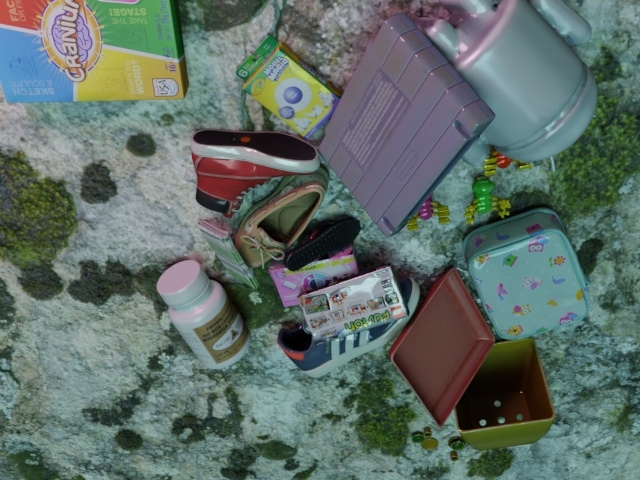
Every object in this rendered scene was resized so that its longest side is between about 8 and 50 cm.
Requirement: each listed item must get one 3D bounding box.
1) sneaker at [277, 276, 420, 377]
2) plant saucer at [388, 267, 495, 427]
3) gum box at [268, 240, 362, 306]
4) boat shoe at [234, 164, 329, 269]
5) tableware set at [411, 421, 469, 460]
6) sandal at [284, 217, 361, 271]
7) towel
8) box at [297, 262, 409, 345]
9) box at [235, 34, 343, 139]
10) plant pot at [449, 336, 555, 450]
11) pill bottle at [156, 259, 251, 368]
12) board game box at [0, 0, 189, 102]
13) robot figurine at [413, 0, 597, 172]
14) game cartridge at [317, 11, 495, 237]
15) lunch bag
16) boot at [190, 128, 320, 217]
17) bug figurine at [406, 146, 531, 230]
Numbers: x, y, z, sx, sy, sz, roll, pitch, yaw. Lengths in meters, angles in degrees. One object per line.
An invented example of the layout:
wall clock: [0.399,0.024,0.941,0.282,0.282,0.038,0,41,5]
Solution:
sneaker: [0.050,0.170,1.616,0.350,0.131,0.148,-38,117,23]
plant saucer: [0.261,0.232,1.628,0.048,0.258,0.259,9,142,48]
gum box: [-0.011,0.069,1.579,0.188,0.062,0.107,-12,126,9]
boat shoe: [-0.085,-0.036,1.481,0.105,0.089,0.285,26,124,-19]
tableware set: [0.318,0.536,1.962,0.104,0.024,0.154,-38,119,26]
sandal: [0.000,0.000,1.514,0.179,0.040,0.067,-28,131,-13]
towel: [-0.189,0.028,1.535,0.023,0.113,0.152,-42,128,-18]
box: [0.067,0.132,1.534,0.207,0.036,0.114,-19,98,13]
box: [-0.056,-0.273,1.329,0.179,0.043,0.105,36,119,-22]
plant pot: [0.418,0.379,1.738,0.212,0.212,0.187,-11,138,8]
pill bottle: [-0.252,0.158,1.605,0.131,0.131,0.229,-18,125,13]
board game box: [-0.396,-0.355,1.253,0.317,0.064,0.242,-1,127,1]
robot figurine: [0.313,-0.269,1.226,0.353,0.200,0.300,38,100,-21]
game cartridge: [0.125,-0.181,1.245,0.068,0.230,0.355,-26,164,-29]
lunch bag: [0.435,0.074,1.553,0.224,0.108,0.279,-22,125,13]
boot: [-0.123,-0.115,1.427,0.244,0.088,0.176,6,128,5]
bug figurine: [0.254,-0.120,1.428,0.279,0.072,0.216,-9,133,1]
